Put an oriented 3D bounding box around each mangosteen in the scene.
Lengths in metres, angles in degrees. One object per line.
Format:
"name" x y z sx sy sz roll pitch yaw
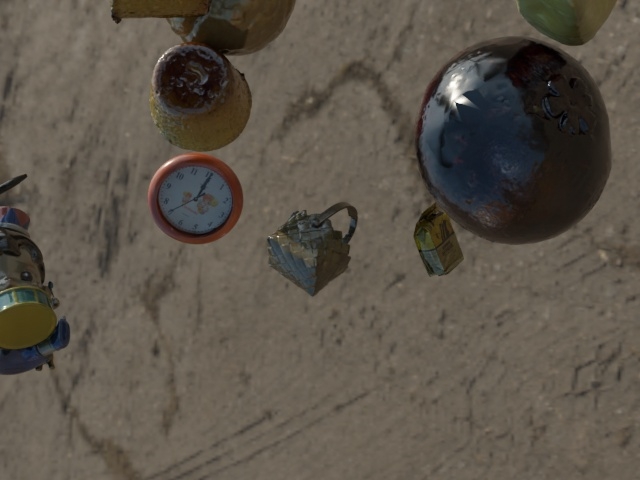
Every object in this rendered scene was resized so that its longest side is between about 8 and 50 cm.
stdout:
"mangosteen" 0.262 -0.139 1.409 0.293 0.297 0.297 -8 77 44

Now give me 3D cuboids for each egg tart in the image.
"egg tart" -0.228 -0.281 1.848 0.147 0.203 0.202 103 166 -75
"egg tart" -0.246 -0.432 1.517 0.215 0.171 0.215 -170 90 -86

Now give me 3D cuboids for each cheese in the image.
"cheese" 0.346 -0.375 1.286 0.117 0.226 0.214 31 84 24

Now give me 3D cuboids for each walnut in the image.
"walnut" -0.173 -0.498 1.866 0.313 0.252 0.277 -34 63 56

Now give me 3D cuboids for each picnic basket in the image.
"picnic basket" 0.000 0.000 1.788 0.138 0.178 0.128 35 150 24

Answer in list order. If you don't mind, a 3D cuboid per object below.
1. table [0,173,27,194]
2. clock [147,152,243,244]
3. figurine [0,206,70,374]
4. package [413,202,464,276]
"table" -0.636 -0.144 1.568 0.317 0.317 0.249 -16 29 54
"clock" -0.269 -0.089 2.124 0.051 0.205 0.205 -102 30 -69
"figurine" -0.467 0.066 1.455 0.275 0.161 0.158 56 134 37
"package" 0.203 -0.006 1.742 0.047 0.071 0.131 -4 117 44
